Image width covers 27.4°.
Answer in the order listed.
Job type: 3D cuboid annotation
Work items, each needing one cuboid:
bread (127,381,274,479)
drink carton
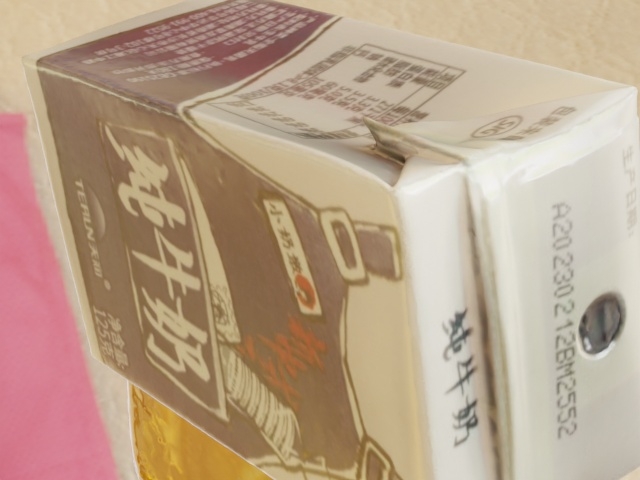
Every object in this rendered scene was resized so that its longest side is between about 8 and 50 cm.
[{"bbox_3d":[0.020,0.126,0.967,0.361,0.250,0.394,15,117,20],"label":"bread"},{"bbox_3d":[0.001,0.001,0.453,0.222,0.102,0.134,23,127,48],"label":"drink carton"}]
